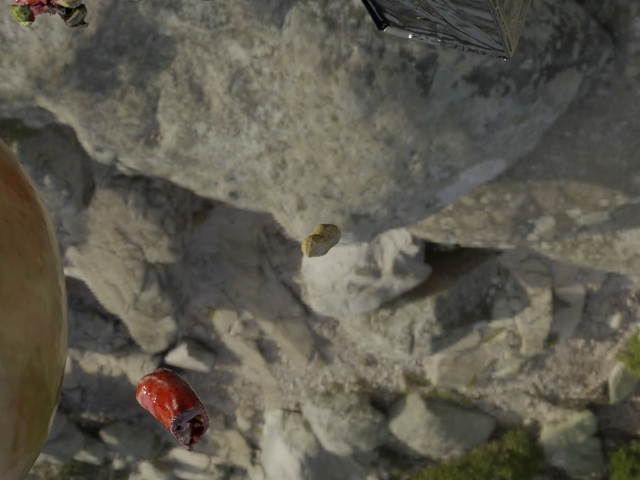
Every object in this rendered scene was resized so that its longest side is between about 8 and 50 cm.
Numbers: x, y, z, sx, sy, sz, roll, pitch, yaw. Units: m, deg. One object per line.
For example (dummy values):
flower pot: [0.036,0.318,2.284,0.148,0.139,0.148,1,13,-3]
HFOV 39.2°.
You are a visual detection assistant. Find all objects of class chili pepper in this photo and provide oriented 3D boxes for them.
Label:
chili pepper: [-0.199,0.219,1.211,0.073,0.070,0.123,25,-173,-45]

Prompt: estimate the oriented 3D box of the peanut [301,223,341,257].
peanut: [0.000,0.000,1.700,0.054,0.113,0.053,13,120,25]

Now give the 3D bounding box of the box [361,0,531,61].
box: [0.190,-0.453,1.390,0.251,0.204,0.345,19,175,23]

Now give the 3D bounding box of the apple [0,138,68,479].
apple: [-0.349,0.064,0.539,0.392,0.391,0.346,-3,165,17]

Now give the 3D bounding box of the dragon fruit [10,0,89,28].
dragon fruit: [-0.261,-0.304,0.883,0.167,0.160,0.172,28,145,12]
